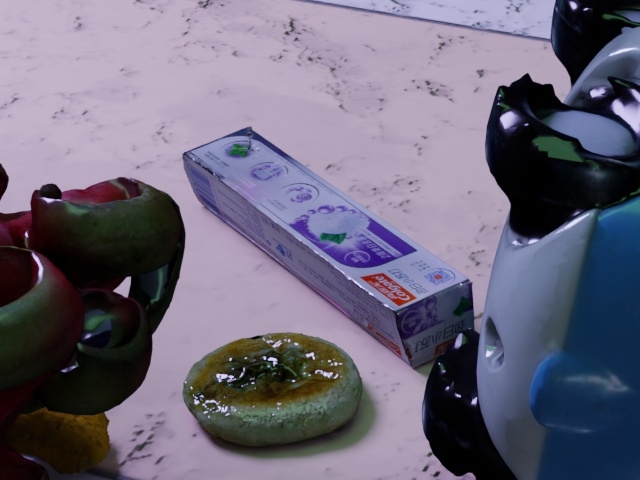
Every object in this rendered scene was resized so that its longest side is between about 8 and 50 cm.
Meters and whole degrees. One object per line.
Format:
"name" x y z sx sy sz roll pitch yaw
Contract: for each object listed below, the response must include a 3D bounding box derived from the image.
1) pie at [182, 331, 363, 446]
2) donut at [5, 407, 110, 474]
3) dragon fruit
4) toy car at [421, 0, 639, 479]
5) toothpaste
"pie" -0.023 0.064 0.901 0.084 0.021 0.084 0 30 0
"donut" -0.134 0.089 0.856 0.083 0.067 0.038 24 15 -22
"dragon fruit" -0.168 0.047 0.730 0.273 0.218 0.198 -2 53 -15
"toy car" 0.159 0.008 0.836 0.190 0.188 0.255 16 30 11
"toothpaste" 0.000 0.000 0.994 0.047 0.040 0.196 -23 37 -26
